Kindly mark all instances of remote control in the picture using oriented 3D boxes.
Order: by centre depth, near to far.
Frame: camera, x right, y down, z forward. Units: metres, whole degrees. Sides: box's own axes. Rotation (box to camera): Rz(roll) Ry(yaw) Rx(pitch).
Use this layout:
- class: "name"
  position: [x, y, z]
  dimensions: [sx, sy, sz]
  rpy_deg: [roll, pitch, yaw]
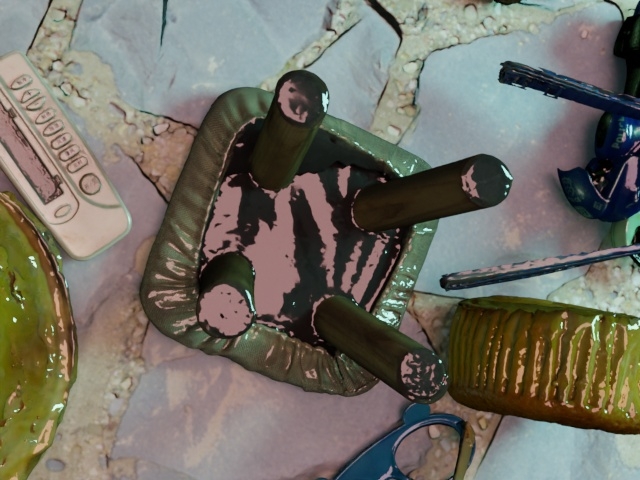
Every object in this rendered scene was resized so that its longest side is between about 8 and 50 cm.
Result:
- class: "remote control"
  position: [-0.293, -0.087, 1.189]
  dimensions: [0.090, 0.049, 0.230]
  rpy_deg: [-35, 99, -14]

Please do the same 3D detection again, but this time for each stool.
- class: "stool"
  position: [0.000, 0.000, 1.187]
  dimensions: [0.310, 0.226, 0.310]
  rpy_deg: [21, 81, -16]

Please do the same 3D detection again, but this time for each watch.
- class: "watch"
  position: [0.302, -0.039, 1.274]
  dimensions: [0.275, 0.068, 0.276]
  rpy_deg: [16, 92, 1]

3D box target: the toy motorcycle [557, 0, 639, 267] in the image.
- class: "toy motorcycle"
  position: [0.402, -0.132, 1.368]
  dimensions: [0.196, 0.125, 0.331]
  rpy_deg: [13, 89, -16]

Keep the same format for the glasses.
- class: "glasses"
  position: [0.115, 0.315, 1.257]
  dimensions: [0.239, 0.207, 0.102]
  rpy_deg: [-34, 134, -13]

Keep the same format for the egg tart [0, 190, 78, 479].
- class: "egg tart"
  position: [-0.447, 0.108, 1.073]
  dimensions: [0.443, 0.178, 0.442]
  rpy_deg: [1, 87, -17]

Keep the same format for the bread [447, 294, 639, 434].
- class: "bread"
  position: [0.271, 0.138, 1.251]
  dimensions: [0.228, 0.253, 0.142]
  rpy_deg: [12, 88, -29]

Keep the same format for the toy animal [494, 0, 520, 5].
- class: "toy animal"
  position: [0.268, -0.366, 1.338]
  dimensions: [0.180, 0.218, 0.116]
  rpy_deg: [-32, 66, 19]
